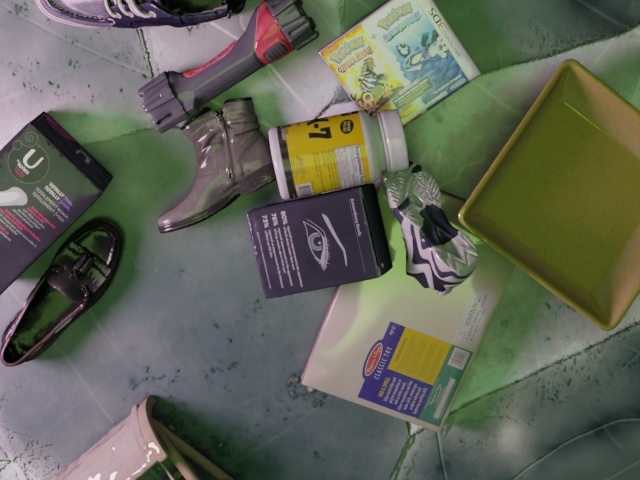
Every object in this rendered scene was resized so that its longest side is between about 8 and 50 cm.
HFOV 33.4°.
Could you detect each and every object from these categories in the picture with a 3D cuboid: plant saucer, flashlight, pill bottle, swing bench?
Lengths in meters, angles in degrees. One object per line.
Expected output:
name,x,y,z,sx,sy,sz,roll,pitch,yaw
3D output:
plant saucer,0.434,-0.074,1.782,0.333,0.081,0.333,36,85,-9
flashlight,-0.154,-0.297,1.738,0.304,0.103,0.103,-29,99,11
pill bottle,0.029,-0.141,1.695,0.208,0.119,0.119,-11,104,0
swing bench,-0.319,0.458,1.877,0.253,0.165,0.254,-41,101,8

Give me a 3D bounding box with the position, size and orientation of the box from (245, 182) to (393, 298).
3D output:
box,0.000,0.000,1.769,0.207,0.108,0.153,-10,94,16

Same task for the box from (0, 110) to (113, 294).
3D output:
box,-0.498,-0.057,1.757,0.270,0.143,0.165,-43,103,8

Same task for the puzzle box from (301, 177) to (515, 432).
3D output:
puzzle box,0.160,0.110,1.863,0.272,0.052,0.409,21,102,-7

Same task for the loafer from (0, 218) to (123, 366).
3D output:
loafer,-0.442,0.098,1.821,0.109,0.095,0.302,38,100,-10

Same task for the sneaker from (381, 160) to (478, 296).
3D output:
sneaker,0.163,-0.009,1.763,0.094,0.153,0.235,-28,67,-25

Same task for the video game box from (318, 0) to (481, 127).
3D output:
video game box,0.131,-0.295,1.767,0.205,0.048,0.187,-35,100,7

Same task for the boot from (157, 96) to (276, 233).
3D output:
boot,-0.192,-0.128,1.794,0.246,0.083,0.161,-30,92,4

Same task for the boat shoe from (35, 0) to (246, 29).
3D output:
boat shoe,-0.289,-0.394,1.673,0.341,0.158,0.127,-4,104,-1
